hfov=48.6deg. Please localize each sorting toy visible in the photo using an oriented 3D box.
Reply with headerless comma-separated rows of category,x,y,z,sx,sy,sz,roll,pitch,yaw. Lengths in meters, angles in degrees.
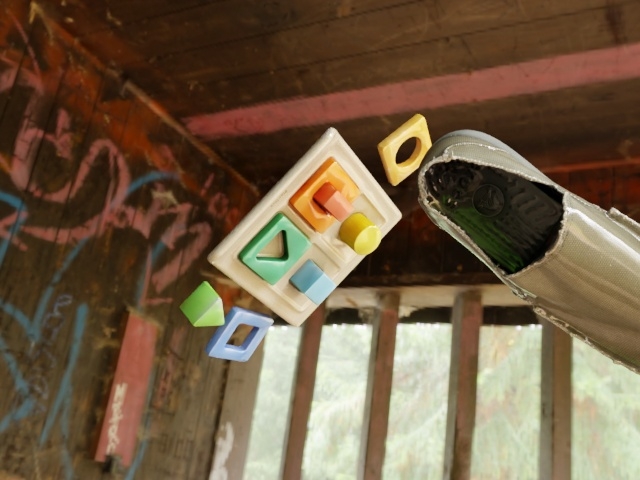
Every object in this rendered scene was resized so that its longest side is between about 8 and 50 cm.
sorting toy,0.000,0.000,0.752,0.047,0.348,0.196,42,-2,39

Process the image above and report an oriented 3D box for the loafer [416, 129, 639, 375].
loafer,0.157,0.016,0.455,0.251,0.094,0.087,34,22,20
